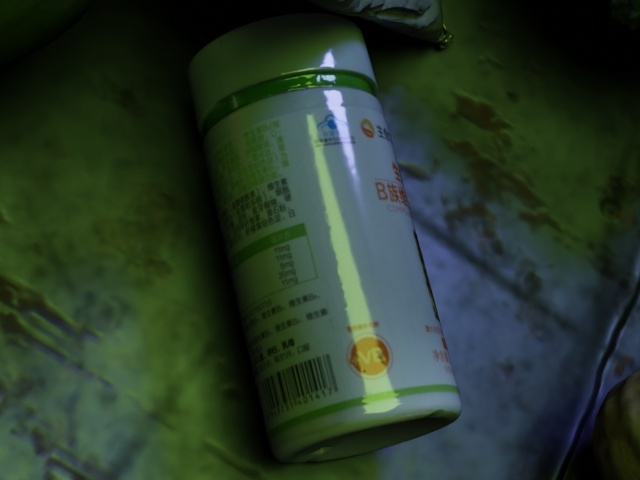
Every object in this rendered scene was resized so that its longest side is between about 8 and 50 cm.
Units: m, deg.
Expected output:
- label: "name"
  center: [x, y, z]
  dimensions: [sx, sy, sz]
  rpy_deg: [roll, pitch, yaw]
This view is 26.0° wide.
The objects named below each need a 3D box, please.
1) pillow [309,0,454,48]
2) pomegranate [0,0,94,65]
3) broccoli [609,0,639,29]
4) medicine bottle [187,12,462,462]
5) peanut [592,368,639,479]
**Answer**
- label: "pillow"
  center: [-0.007, -0.156, 0.624]
  dimensions: [0.148, 0.050, 0.229]
  rpy_deg: [59, 19, 7]
- label: "pomegranate"
  center: [-0.192, -0.146, 0.557]
  dimensions: [0.224, 0.181, 0.181]
  rpy_deg: [-11, 73, -4]
- label: "broccoli"
  center: [0.235, -0.277, 0.716]
  dimensions: [0.249, 0.302, 0.375]
  rpy_deg: [27, 48, -54]
- label: "medicine bottle"
  center: [0.000, 0.000, 0.612]
  dimensions: [0.086, 0.086, 0.183]
  rpy_deg: [-7, 73, -23]
- label: "peanut"
  center: [0.233, 0.100, 0.658]
  dimensions: [0.226, 0.095, 0.108]
  rpy_deg: [12, 63, -18]
